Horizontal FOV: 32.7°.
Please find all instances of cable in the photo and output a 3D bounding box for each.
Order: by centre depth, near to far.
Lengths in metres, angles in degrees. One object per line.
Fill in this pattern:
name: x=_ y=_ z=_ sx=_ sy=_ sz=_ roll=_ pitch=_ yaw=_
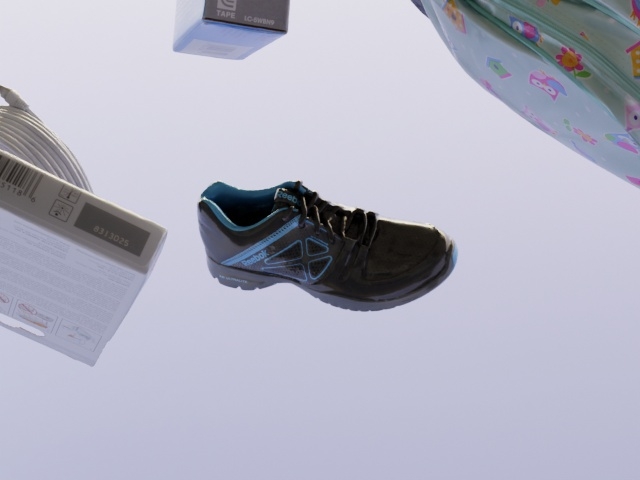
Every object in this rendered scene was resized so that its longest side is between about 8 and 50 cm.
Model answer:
cable: x=-0.409 y=-0.051 z=1.465 sx=0.257 sy=0.257 sz=0.089 roll=39 pitch=-140 yaw=12

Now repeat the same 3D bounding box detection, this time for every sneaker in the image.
sneaker: x=0.000 y=0.000 z=1.371 sx=0.341 sy=0.139 sz=0.125 roll=2 pitch=-134 yaw=17

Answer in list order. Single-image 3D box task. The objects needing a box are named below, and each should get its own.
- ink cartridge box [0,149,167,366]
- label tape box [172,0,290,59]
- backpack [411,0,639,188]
ink cartridge box: x=-0.193 y=0.014 z=0.738 sx=0.145 sy=0.179 sz=0.045 roll=26 pitch=-120 yaw=-10
label tape box: x=-0.100 y=-0.402 z=1.312 sx=0.106 sy=0.240 sz=0.333 roll=5 pitch=-89 yaw=-17
backpack: x=0.117 y=-0.101 z=0.461 sx=0.182 sy=0.152 sz=0.115 roll=42 pitch=-79 yaw=39
